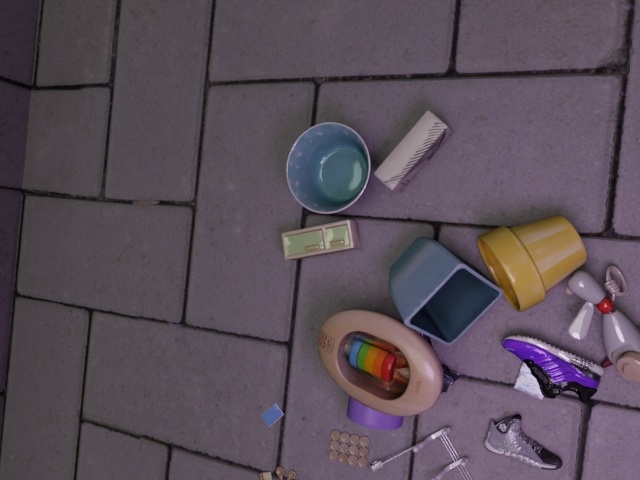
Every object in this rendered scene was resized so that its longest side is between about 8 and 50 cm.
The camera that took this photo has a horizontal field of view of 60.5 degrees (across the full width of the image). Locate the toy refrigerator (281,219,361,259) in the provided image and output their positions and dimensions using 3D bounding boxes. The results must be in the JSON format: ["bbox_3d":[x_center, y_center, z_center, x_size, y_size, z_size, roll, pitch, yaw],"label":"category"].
[{"bbox_3d":[0.000,0.000,1.973,0.270,0.094,0.102,-10,84,22],"label":"toy refrigerator"}]

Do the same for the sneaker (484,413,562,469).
[{"bbox_3d":[0.628,0.609,1.686,0.229,0.086,0.132,10,90,25],"label":"sneaker"}]

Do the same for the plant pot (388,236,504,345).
[{"bbox_3d":[0.362,0.132,1.725,0.248,0.247,0.252,-49,38,15],"label":"plant pot"}]

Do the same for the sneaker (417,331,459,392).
[{"bbox_3d":[0.378,0.389,1.791,0.163,0.086,0.226,12,103,34],"label":"sneaker"}]

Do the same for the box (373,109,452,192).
[{"bbox_3d":[0.311,-0.294,1.838,0.094,0.113,0.275,45,107,17],"label":"box"}]

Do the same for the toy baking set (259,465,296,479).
[{"bbox_3d":[-0.138,0.964,2.037,0.197,0.030,0.256,-39,74,18],"label":"toy baking set"}]

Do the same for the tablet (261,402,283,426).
[{"bbox_3d":[-0.182,0.661,2.079,0.083,0.006,0.054,-44,72,15],"label":"tablet"}]

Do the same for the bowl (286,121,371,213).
[{"bbox_3d":[0.053,-0.242,1.920,0.312,0.163,0.311,-1,87,24],"label":"bowl"}]

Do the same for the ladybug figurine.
[{"bbox_3d":[0.189,0.365,1.720,0.449,0.162,0.305,23,108,32],"label":"ladybug figurine"}]

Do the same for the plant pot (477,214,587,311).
[{"bbox_3d":[0.633,0.048,1.628,0.239,0.254,0.254,-28,77,4],"label":"plant pot"}]

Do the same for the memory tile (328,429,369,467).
[{"bbox_3d":[0.102,0.740,1.949,0.148,0.012,0.113,4,90,23],"label":"memory tile"}]

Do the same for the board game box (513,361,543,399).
[{"bbox_3d":[0.661,0.436,1.709,0.090,0.020,0.090,21,95,23],"label":"board game box"}]

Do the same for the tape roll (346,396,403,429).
[{"bbox_3d":[0.184,0.554,1.822,0.189,0.189,0.080,9,91,24],"label":"tape roll"}]

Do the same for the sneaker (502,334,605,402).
[{"bbox_3d":[0.676,0.390,1.640,0.293,0.102,0.146,21,79,23],"label":"sneaker"}]

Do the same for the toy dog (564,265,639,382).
[{"bbox_3d":[0.812,0.250,1.578,0.161,0.220,0.333,-44,61,49],"label":"toy dog"}]

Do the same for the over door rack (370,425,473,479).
[{"bbox_3d":[0.341,0.788,1.792,0.324,0.108,0.239,-35,75,19],"label":"over door rack"}]
